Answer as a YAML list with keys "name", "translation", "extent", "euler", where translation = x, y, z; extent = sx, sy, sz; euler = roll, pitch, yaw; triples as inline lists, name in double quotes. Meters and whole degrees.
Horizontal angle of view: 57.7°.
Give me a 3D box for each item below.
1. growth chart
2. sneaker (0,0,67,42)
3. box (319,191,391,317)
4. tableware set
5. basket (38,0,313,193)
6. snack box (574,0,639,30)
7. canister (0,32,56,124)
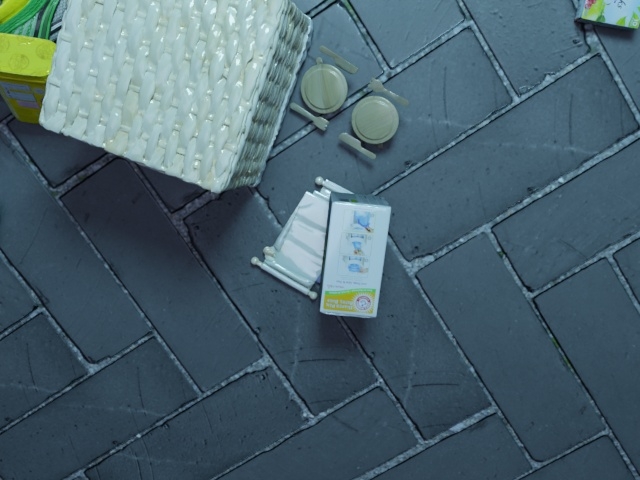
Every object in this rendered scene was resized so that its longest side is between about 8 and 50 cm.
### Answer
- name: "growth chart"
  translation: [0.000, 0.000, 1.116]
  extent: [0.172, 0.021, 0.237]
  euler: [36, 101, -5]
- name: "sneaker"
  translation: [-0.423, -0.448, 1.010]
  extent: [0.343, 0.134, 0.146]
  euler: [-42, 133, 4]
- name: "box"
  translation: [0.058, 0.024, 1.051]
  extent: [0.103, 0.114, 0.203]
  euler: [6, 103, -2]
- name: "tableware set"
  translation: [0.055, -0.248, 1.052]
  extent: [0.194, 0.039, 0.128]
  euler: [33, 117, 2]
- name: "basket"
  translation: [-0.218, -0.281, 0.947]
  extent: [0.328, 0.266, 0.331]
  euler: [21, 100, -1]
- name: "snack box"
  translation: [0.506, -0.440, 0.989]
  extent: [0.100, 0.037, 0.141]
  euler: [10, 102, -1]
- name: "canister"
  translation: [-0.495, -0.270, 1.003]
  extent: [0.126, 0.170, 0.073]
  euler: [6, 70, -8]
